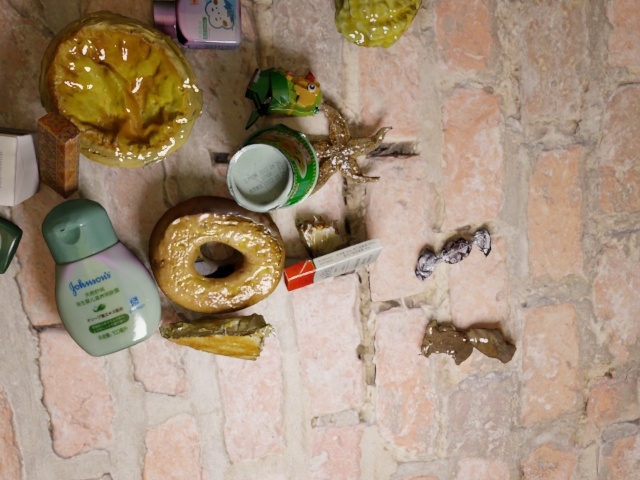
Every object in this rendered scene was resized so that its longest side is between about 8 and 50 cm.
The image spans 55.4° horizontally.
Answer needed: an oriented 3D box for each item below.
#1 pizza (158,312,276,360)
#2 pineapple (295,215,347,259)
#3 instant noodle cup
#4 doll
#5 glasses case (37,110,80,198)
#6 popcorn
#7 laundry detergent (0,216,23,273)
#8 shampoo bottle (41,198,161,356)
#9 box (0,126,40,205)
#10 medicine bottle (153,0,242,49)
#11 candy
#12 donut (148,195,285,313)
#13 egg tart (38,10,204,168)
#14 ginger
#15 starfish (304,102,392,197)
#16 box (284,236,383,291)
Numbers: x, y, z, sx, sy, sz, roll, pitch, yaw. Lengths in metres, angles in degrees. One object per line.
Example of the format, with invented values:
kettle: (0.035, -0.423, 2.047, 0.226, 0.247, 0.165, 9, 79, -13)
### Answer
pizza: (-0.190, 0.216, 1.424, 0.280, 0.287, 0.075, 25, 60, -37)
pineapple: (0.000, 0.000, 1.520, 0.137, 0.069, 0.116, 14, 96, -16)
instant noodle cup: (-0.115, -0.155, 1.356, 0.207, 0.233, 0.207, 1, 101, 6)
doll: (-0.088, -0.332, 1.415, 0.186, 0.106, 0.134, -6, 87, -12)
glasses case: (-0.552, -0.178, 1.294, 0.075, 0.218, 0.049, 39, 55, 1)
popcorn: (0.136, -0.587, 1.394, 0.225, 0.173, 0.286, -6, 91, -26)
laundry detergent: (-0.787, -0.011, 1.350, 0.210, 0.063, 0.137, 23, 101, -15)
shampoo bottle: (-0.506, 0.074, 1.382, 0.221, 0.151, 0.350, -19, 103, -3)
box: (-0.771, -0.170, 1.239, 0.341, 0.225, 0.143, 6, 100, -14)
medicine bottle: (-0.273, -0.488, 1.355, 0.188, 0.094, 0.119, -3, 99, -12)
candy: (0.351, 0.036, 1.616, 0.226, 0.051, 0.094, -24, 115, -5)
donut: (-0.242, 0.036, 1.434, 0.317, 0.150, 0.299, -28, 103, -6)
egg tart: (-0.432, -0.323, 1.332, 0.341, 0.132, 0.341, -2, 102, -9)
ginger: (0.411, 0.286, 1.655, 0.290, 0.084, 0.122, 8, 92, -14)
starfish: (0.044, -0.218, 1.491, 0.277, 0.062, 0.236, -37, 107, 4)
box: (0.029, 0.061, 1.505, 0.245, 0.139, 0.035, -18, 75, -7)
